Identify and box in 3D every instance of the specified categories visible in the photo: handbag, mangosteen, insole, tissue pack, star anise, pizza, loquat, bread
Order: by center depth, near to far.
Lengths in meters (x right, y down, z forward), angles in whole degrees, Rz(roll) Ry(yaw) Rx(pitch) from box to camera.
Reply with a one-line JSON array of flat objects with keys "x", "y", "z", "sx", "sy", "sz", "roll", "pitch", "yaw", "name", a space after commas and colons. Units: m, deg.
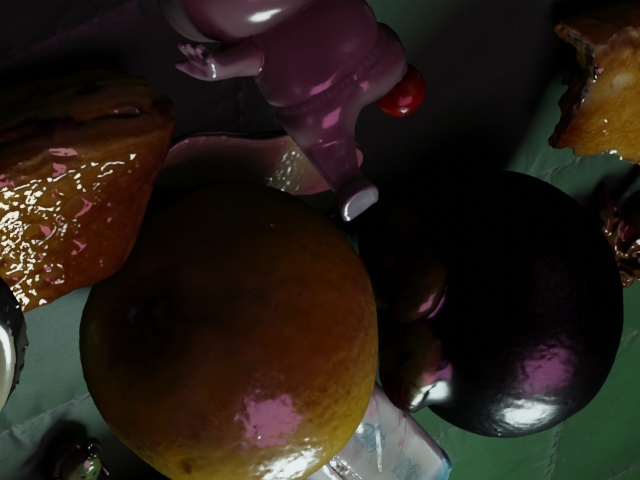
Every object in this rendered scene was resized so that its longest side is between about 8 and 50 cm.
[{"x": -0.236, "y": -0.033, "z": 1.353, "sx": 0.235, "sy": 0.099, "sz": 0.210, "roll": -21, "pitch": 151, "yaw": -34, "name": "bread"}, {"x": -0.076, "y": 0.089, "z": 1.536, "sx": 0.274, "sy": 0.275, "sz": 0.275, "roll": -26, "pitch": 150, "yaw": -16, "name": "loquat"}, {"x": -0.051, "y": -0.069, "z": 1.576, "sx": 0.247, "sy": 0.011, "sz": 0.081, "roll": -2, "pitch": 137, "yaw": -45, "name": "insole"}, {"x": 0.147, "y": 0.059, "z": 1.725, "sx": 0.302, "sy": 0.275, "sz": 0.275, "roll": 4, "pitch": 136, "yaw": -22, "name": "mangosteen"}, {"x": 0.325, "y": -0.158, "z": 1.776, "sx": 0.365, "sy": 0.074, "sz": 0.182, "roll": 5, "pitch": 130, "yaw": -51, "name": "pizza"}, {"x": -0.250, "y": 0.233, "z": 1.779, "sx": 0.072, "sy": 0.047, "sz": 0.111, "roll": -19, "pitch": 150, "yaw": -28, "name": "handbag"}, {"x": -0.002, "y": 0.187, "z": 1.786, "sx": 0.124, "sy": 0.201, "sz": 0.271, "roll": -59, "pitch": 147, "yaw": -11, "name": "tissue pack"}, {"x": 0.331, "y": 0.022, "z": 2.028, "sx": 0.196, "sy": 0.111, "sz": 0.212, "roll": -14, "pitch": 152, "yaw": -22, "name": "star anise"}]

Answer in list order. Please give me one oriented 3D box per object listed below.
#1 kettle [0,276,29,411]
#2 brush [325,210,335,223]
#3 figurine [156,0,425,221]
[{"x": -0.370, "y": 0.087, "z": 1.239, "sx": 0.320, "sy": 0.228, "sz": 0.324, "roll": -3, "pitch": 146, "yaw": -18, "name": "kettle"}, {"x": 0.000, "y": 0.000, "z": 1.735, "sx": 0.024, "sy": 0.008, "sz": 0.083, "roll": -11, "pitch": 143, "yaw": -32, "name": "brush"}, {"x": -0.032, "y": -0.164, "z": 1.274, "sx": 0.176, "sy": 0.186, "sz": 0.287, "roll": -43, "pitch": 116, "yaw": -6, "name": "figurine"}]
